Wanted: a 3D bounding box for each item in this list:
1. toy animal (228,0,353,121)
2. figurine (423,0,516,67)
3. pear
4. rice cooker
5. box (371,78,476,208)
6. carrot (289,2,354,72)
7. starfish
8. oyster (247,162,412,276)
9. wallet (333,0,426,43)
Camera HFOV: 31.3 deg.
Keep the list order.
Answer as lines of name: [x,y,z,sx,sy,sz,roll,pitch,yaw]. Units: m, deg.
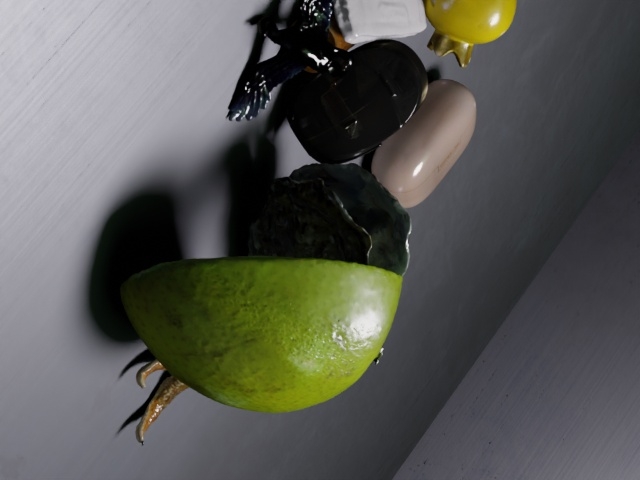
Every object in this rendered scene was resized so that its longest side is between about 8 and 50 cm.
toy animal: [-0.017,-0.197,1.168,0.220,0.108,0.062,-57,-172,27]
figurine: [0.166,-0.329,1.313,0.234,0.185,0.127,-52,-152,32]
pear: [-0.088,0.095,1.193,0.239,0.288,0.139,26,59,-41]
rice cooker: [0.044,-0.159,1.298,0.165,0.112,0.106,-29,-171,29]
box: [0.149,-0.139,1.639,0.200,0.088,0.146,-52,158,-17]
carrot: [0.042,-0.250,1.285,0.210,0.061,0.061,-39,153,-48]
starfish: [-0.164,0.172,1.440,0.247,0.050,0.138,-13,133,-53]
oyster: [-0.001,0.004,1.369,0.351,0.158,0.162,147,-61,-71]
wallet: [0.066,-0.282,1.251,0.183,0.032,0.124,-21,106,-58]
